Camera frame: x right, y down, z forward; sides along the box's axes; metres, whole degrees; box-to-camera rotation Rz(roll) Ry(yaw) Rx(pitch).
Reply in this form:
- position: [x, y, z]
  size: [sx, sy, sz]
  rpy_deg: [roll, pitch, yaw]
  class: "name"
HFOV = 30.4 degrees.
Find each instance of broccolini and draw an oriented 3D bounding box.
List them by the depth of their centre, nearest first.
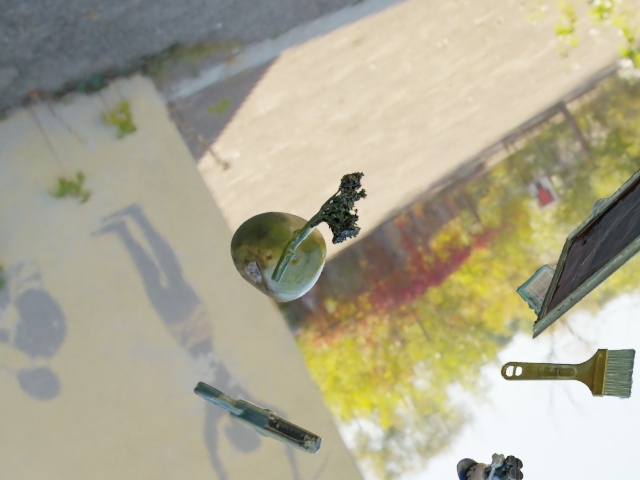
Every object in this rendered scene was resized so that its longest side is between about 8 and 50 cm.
- position: [-0.004, 0.004, 1.991]
  size: [0.271, 0.062, 0.123]
  rpy_deg: [-48, -160, 36]
  class: "broccolini"

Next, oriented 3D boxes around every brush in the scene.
- position: [0.393, 0.210, 1.889]
  size: [0.218, 0.083, 0.010]
  rpy_deg: [-1, 157, 27]
  class: "brush"

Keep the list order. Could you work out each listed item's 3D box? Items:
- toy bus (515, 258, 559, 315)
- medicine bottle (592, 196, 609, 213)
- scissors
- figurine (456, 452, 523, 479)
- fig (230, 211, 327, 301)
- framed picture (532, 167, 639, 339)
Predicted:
- position: [0.433, 0.087, 2.163]
  size: [0.109, 0.091, 0.261]
  rpy_deg: [-47, 168, 19]
  class: "toy bus"
- position: [0.485, -0.031, 1.860]
  size: [0.051, 0.051, 0.191]
  rpy_deg: [-28, -166, -2]
  class: "medicine bottle"
- position: [-0.088, 0.280, 1.822]
  size: [0.289, 0.138, 0.041]
  rpy_deg: [11, -114, 52]
  class: "scissors"
- position: [0.304, 0.415, 2.074]
  size: [0.136, 0.077, 0.079]
  rpy_deg: [-23, 143, 38]
  class: "figurine"
- position: [-0.071, 0.026, 2.243]
  size: [0.181, 0.181, 0.191]
  rpy_deg: [-34, 179, 43]
  class: "fig"
- position: [0.371, -0.009, 1.518]
  size: [0.273, 0.016, 0.216]
  rpy_deg: [-51, -174, 45]
  class: "framed picture"
